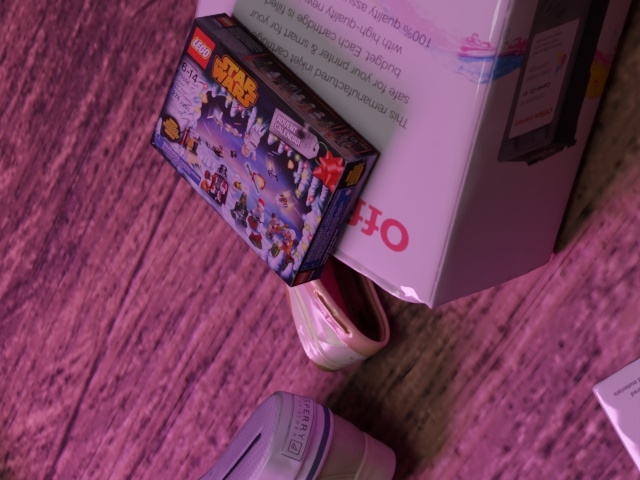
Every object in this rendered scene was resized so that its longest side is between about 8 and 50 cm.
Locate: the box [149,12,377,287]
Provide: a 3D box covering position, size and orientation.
[{"bbox_3d":[-0.036,-0.052,0.995,0.137,0.027,0.094,44,129,27],"label":"box"}]

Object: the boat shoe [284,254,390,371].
[{"bbox_3d":[0.000,0.000,1.136,0.059,0.063,0.170,-19,96,43],"label":"boat shoe"}]

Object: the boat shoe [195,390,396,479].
[{"bbox_3d":[-0.052,0.212,1.214,0.094,0.109,0.302,26,140,-12],"label":"boat shoe"}]

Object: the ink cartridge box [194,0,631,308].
[{"bbox_3d":[0.054,-0.153,0.989,0.226,0.131,0.306,34,125,34],"label":"ink cartridge box"}]

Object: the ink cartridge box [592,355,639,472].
[{"bbox_3d":[0.237,0.121,0.884,0.072,0.127,0.175,-40,74,40],"label":"ink cartridge box"}]
